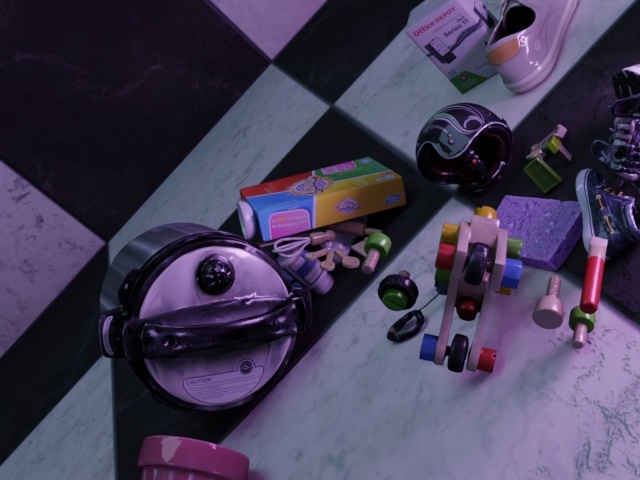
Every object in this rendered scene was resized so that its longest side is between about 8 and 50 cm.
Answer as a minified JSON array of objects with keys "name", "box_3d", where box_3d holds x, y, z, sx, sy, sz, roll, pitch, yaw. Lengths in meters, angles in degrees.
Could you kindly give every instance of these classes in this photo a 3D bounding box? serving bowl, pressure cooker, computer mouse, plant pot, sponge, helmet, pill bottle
[{"name":"serving bowl","box_3d":[-0.150,-0.043,1.862,0.027,0.083,0.083,-13,19,-11]},{"name":"pressure cooker","box_3d":[-0.251,0.153,1.838,0.370,0.375,0.420,-50,22,-12]},{"name":"computer mouse","box_3d":[0.189,0.087,1.538,0.242,0.041,0.071,-50,30,20]},{"name":"plant pot","box_3d":[-0.237,0.459,1.585,0.201,0.201,0.180,-22,50,47]},{"name":"sponge","box_3d":[0.343,-0.016,1.467,0.117,0.031,0.210,-54,23,-11]},{"name":"helmet","box_3d":[0.266,-0.180,1.705,0.169,0.169,0.161,-52,38,-7]},{"name":"pill bottle","box_3d":[-0.029,0.062,1.905,0.067,0.120,0.067,-39,24,22]}]

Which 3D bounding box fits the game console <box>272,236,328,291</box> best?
[{"name":"game console","box_3d":[-0.064,0.073,2.008,0.144,0.124,0.085,-43,-3,13]}]

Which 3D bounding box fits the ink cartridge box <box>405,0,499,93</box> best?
[{"name":"ink cartridge box","box_3d":[0.312,-0.453,1.993,0.153,0.208,0.087,-29,30,40]}]

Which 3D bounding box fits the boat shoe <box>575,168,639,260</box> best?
[{"name":"boat shoe","box_3d":[0.434,-0.050,1.327,0.083,0.065,0.183,-30,35,33]}]

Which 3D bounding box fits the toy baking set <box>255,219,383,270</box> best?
[{"name":"toy baking set","box_3d":[0.004,-0.002,1.855,0.256,0.030,0.196,14,29,26]}]

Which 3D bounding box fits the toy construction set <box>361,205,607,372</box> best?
[{"name":"toy construction set","box_3d":[0.264,0.034,1.307,0.308,0.258,0.237,-5,40,30]}]

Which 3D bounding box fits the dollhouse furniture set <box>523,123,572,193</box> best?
[{"name":"dollhouse furniture set","box_3d":[0.404,-0.142,1.573,0.076,0.058,0.152,-43,3,33]}]

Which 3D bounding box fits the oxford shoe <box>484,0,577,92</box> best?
[{"name":"oxford shoe","box_3d":[0.451,-0.499,1.925,0.169,0.130,0.449,-28,29,44]}]

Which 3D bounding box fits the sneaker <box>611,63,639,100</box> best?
[{"name":"sneaker","box_3d":[0.558,-0.241,1.381,0.108,0.100,0.271,-29,14,-18]}]

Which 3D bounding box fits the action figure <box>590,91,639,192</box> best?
[{"name":"action figure","box_3d":[0.477,-0.141,1.289,0.275,0.140,0.164,-12,-56,-64]}]

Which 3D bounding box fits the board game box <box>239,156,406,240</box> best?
[{"name":"board game box","box_3d":[-0.001,-0.096,1.958,0.316,0.064,0.242,-15,18,-11]}]

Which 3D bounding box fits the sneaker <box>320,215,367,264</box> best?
[{"name":"sneaker","box_3d":[0.054,-0.023,1.973,0.053,0.061,0.152,-17,37,55]}]
